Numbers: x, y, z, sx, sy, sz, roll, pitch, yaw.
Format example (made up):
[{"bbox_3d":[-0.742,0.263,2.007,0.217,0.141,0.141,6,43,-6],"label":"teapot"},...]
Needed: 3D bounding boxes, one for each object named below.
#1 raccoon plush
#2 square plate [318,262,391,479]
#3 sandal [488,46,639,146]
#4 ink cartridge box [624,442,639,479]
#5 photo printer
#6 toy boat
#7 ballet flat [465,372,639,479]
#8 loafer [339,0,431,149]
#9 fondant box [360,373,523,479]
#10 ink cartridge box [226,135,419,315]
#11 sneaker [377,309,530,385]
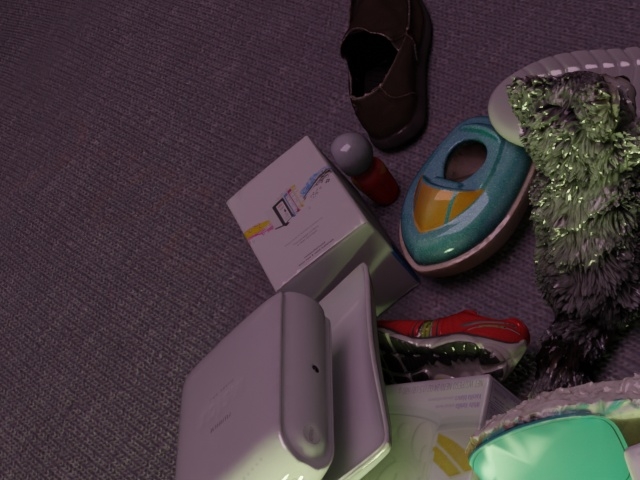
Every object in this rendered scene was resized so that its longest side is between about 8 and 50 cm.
[{"bbox_3d":[0.329,-0.002,1.809,0.216,0.299,0.446,-7,54,32],"label":"raccoon plush"},{"bbox_3d":[-0.021,0.250,1.954,0.344,0.049,0.347,-46,29,28],"label":"square plate"},{"bbox_3d":[0.445,-0.191,2.017,0.416,0.102,0.169,-10,52,13],"label":"sandal"},{"bbox_3d":[0.523,0.341,1.485,0.308,0.091,0.385,-22,58,11],"label":"ink cartridge box"},{"bbox_3d":[-0.089,0.250,1.895,0.256,0.107,0.307,-43,30,32],"label":"photo printer"},{"bbox_3d":[0.156,-0.084,2.113,0.318,0.148,0.267,14,67,42],"label":"toy boat"},{"bbox_3d":[0.380,0.217,1.727,0.409,0.147,0.147,-13,50,16],"label":"ballet flat"},{"bbox_3d":[0.102,-0.321,2.350,0.134,0.130,0.366,-23,47,21],"label":"loafer"},{"bbox_3d":[0.115,0.344,1.837,0.238,0.096,0.330,-11,53,39],"label":"fondant box"},{"bbox_3d":[0.000,0.000,2.149,0.168,0.171,0.233,-38,43,6],"label":"ink cartridge box"},{"bbox_3d":[0.171,0.145,1.979,0.279,0.107,0.118,2,31,46],"label":"sneaker"}]
